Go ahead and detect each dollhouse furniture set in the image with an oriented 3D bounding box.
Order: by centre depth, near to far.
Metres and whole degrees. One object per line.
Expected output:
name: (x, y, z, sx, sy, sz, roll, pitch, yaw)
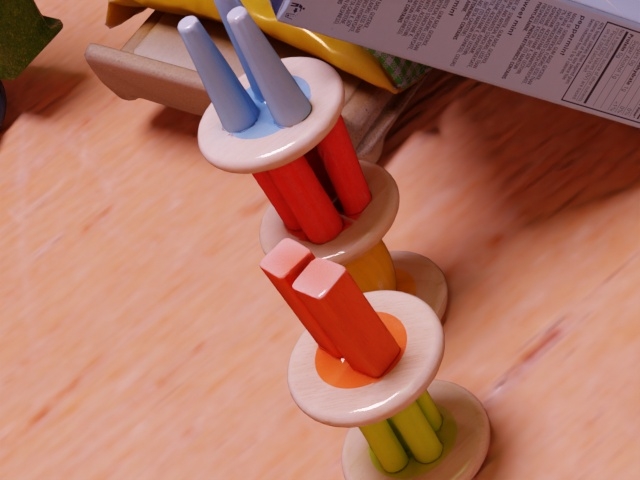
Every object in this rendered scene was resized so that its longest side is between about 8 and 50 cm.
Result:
dollhouse furniture set: (-0.067, -0.174, 0.664, 0.301, 0.151, 0.197, 18, 59, 31)

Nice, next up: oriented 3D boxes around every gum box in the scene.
gum box: (0.057, -0.111, 0.550, 0.041, 0.184, 0.157, -61, 29, 29)

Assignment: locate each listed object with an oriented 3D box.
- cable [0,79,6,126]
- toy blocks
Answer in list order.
cable: (-0.242, -0.038, 0.736, 0.184, 0.047, 0.150, -23, 39, 5)
toy blocks: (0.000, 0.000, 0.478, 0.054, 0.148, 0.123, -23, 40, 9)
